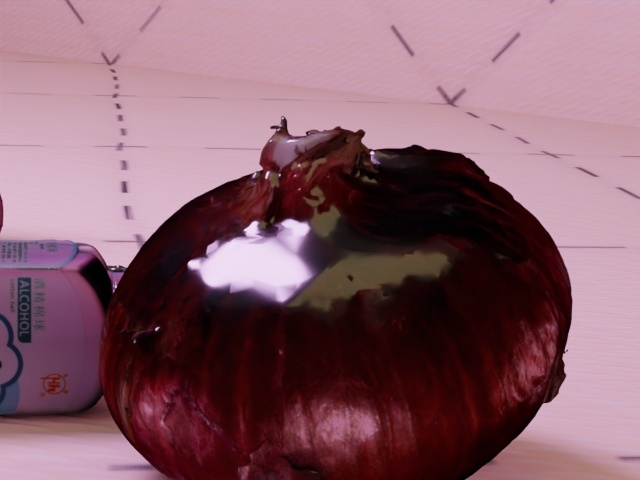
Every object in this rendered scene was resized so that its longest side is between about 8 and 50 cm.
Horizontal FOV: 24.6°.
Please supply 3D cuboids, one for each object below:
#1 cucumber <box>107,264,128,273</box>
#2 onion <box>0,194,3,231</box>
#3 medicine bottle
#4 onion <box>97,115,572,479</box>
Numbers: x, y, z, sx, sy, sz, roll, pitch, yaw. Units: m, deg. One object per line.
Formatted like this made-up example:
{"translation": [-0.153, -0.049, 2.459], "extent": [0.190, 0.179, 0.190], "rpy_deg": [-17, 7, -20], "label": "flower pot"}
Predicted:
{"translation": [-0.129, 0.053, 1.260], "extent": [0.294, 0.067, 0.067], "rpy_deg": [2, 12, -6], "label": "cucumber"}
{"translation": [-0.386, -0.024, 1.374], "extent": [0.177, 0.153, 0.177], "rpy_deg": [12, 20, -4], "label": "onion"}
{"translation": [-0.200, 0.061, 1.066], "extent": [0.188, 0.119, 0.094], "rpy_deg": [0, 12, -10], "label": "medicine bottle"}
{"translation": [0.007, 0.042, 0.928], "extent": [0.314, 0.232, 0.314], "rpy_deg": [-9, 29, 5], "label": "onion"}
